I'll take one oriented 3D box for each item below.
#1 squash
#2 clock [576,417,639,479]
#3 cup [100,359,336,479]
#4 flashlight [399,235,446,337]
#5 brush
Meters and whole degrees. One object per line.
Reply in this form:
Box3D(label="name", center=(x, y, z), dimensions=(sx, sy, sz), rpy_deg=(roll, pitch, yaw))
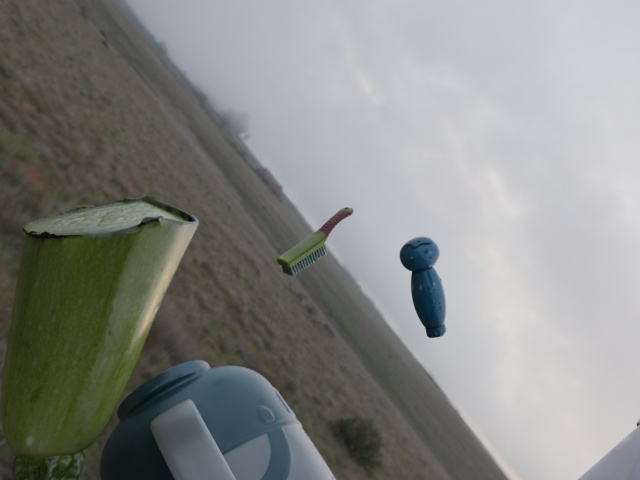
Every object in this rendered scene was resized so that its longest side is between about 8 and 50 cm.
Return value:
Box3D(label="squash", center=(-0.216, 0.089, 0.593), dimensions=(0.137, 0.287, 0.137), rpy_deg=(24, 6, -3))
Box3D(label="clock", center=(0.178, 0.204, 0.319), dimensions=(0.309, 0.166, 0.235), rpy_deg=(-25, 86, -51))
Box3D(label="cup", center=(-0.097, 0.260, 0.721), dimensions=(0.257, 0.219, 0.289), rpy_deg=(54, -14, 21))
Box3D(label="flashlight", center=(0.131, 0.058, 0.887), dimensions=(0.051, 0.051, 0.129), rpy_deg=(-135, -148, -83))
Box3D(label="brush", center=(0.000, 0.000, 0.610), dimensions=(0.019, 0.083, 0.021), rpy_deg=(18, -39, 52))
